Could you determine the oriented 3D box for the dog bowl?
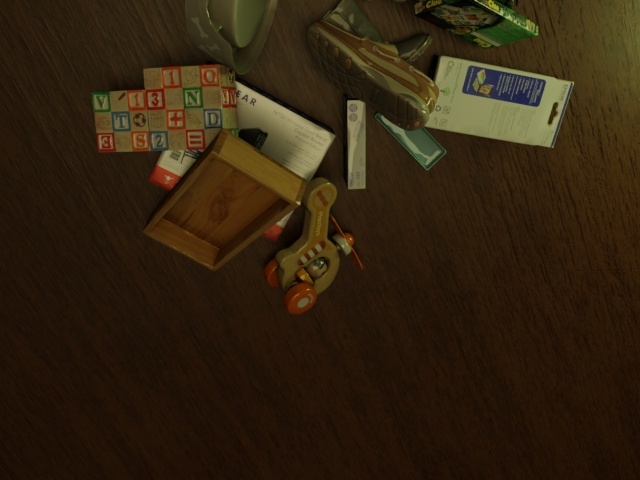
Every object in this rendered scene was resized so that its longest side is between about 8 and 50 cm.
[{"bbox_3d":[-0.160,-0.509,1.196,0.102,0.349,0.348,16,110,3],"label":"dog bowl"}]

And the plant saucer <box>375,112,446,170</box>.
[{"bbox_3d":[0.218,-0.257,1.490,0.192,0.018,0.067,42,103,-19],"label":"plant saucer"}]

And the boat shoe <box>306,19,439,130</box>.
[{"bbox_3d":[0.114,-0.370,1.330,0.324,0.123,0.116,38,68,0],"label":"boat shoe"}]

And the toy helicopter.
[{"bbox_3d":[0.000,0.000,1.497,0.235,0.140,0.355,-16,134,-26],"label":"toy helicopter"}]

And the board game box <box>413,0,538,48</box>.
[{"bbox_3d":[0.330,-0.461,1.292,0.260,0.136,0.030,5,85,-43],"label":"board game box"}]

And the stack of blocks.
[{"bbox_3d":[-0.331,-0.279,1.318,0.297,0.087,0.171,0,101,14],"label":"stack of blocks"}]

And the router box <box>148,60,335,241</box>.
[{"bbox_3d":[-0.183,-0.203,1.444,0.336,0.082,0.301,26,108,-14],"label":"router box"}]

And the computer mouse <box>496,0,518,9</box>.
[{"bbox_3d":[0.373,-0.557,1.260,0.072,0.272,0.188,20,121,34],"label":"computer mouse"}]

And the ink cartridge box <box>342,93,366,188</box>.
[{"bbox_3d":[0.079,-0.233,1.445,0.046,0.097,0.207,-3,112,-3],"label":"ink cartridge box"}]

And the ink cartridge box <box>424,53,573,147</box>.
[{"bbox_3d":[0.408,-0.325,1.447,0.333,0.065,0.165,9,109,-10],"label":"ink cartridge box"}]

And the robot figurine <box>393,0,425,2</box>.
[{"bbox_3d":[0.130,-0.624,1.236,0.353,0.199,0.300,32,129,-16],"label":"robot figurine"}]

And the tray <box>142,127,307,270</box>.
[{"bbox_3d":[-0.226,-0.072,1.365,0.203,0.076,0.411,31,145,-21],"label":"tray"}]

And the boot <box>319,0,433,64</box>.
[{"bbox_3d":[0.121,-0.465,1.377,0.190,0.076,0.208,-39,103,9],"label":"boot"}]
